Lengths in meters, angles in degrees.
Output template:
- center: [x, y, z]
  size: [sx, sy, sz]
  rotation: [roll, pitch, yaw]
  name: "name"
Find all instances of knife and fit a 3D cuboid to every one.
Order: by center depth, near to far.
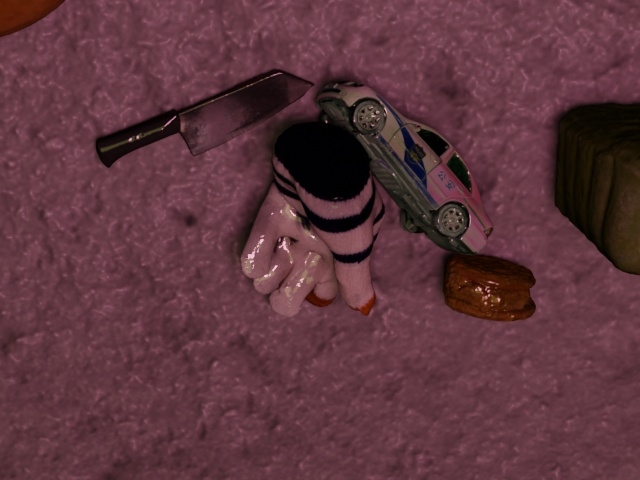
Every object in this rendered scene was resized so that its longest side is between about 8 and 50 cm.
- center: [-0.114, -0.119, 1.330]
  size: [0.230, 0.028, 0.060]
  rotation: [-22, 123, 3]
  name: "knife"

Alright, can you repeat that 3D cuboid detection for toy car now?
- center: [0.089, -0.079, 1.316]
  size: [0.076, 0.090, 0.224]
  rotation: [-44, 107, -12]
  name: "toy car"

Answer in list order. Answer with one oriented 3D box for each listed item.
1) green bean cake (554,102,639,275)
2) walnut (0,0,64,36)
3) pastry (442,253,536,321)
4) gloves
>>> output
- center: [0.352, -0.055, 1.248]
  size: [0.222, 0.248, 0.125]
  rotation: [0, 111, -5]
  name: "green bean cake"
- center: [-0.369, -0.283, 1.157]
  size: [0.336, 0.209, 0.209]
  rotation: [3, 112, 0]
  name: "walnut"
- center: [0.175, 0.048, 1.366]
  size: [0.109, 0.097, 0.057]
  rotation: [-3, 104, -36]
  name: "pastry"
- center: [0.001, -0.013, 1.328]
  size: [0.140, 0.131, 0.219]
  rotation: [14, 150, 9]
  name: "gloves"
